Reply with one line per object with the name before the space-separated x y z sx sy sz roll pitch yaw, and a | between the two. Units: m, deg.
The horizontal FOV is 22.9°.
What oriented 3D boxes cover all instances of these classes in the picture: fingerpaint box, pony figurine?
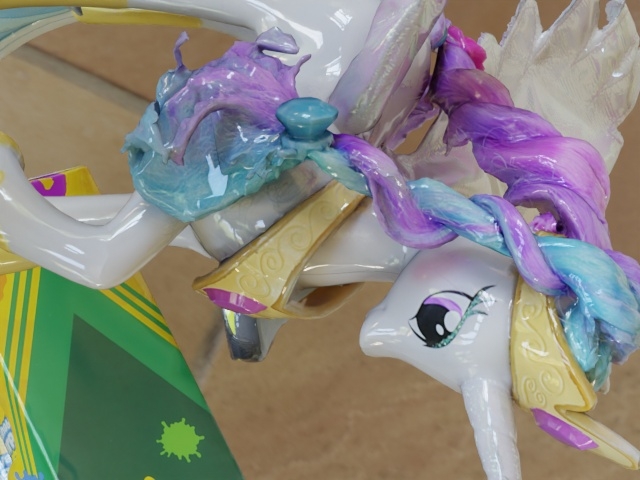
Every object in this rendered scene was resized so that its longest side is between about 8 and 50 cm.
fingerpaint box | -0.263 0.208 1.484 0.163 0.445 0.371 -18 70 -30
pony figurine | 0.014 -0.069 0.715 0.351 0.363 0.303 -62 154 -28

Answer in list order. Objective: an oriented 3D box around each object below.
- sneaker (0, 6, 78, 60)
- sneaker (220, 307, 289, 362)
sneaker | -0.304 -0.215 1.261 0.319 0.208 0.127 -23 79 19
sneaker | 0.000 0.000 1.431 0.300 0.121 0.111 -58 151 -42
